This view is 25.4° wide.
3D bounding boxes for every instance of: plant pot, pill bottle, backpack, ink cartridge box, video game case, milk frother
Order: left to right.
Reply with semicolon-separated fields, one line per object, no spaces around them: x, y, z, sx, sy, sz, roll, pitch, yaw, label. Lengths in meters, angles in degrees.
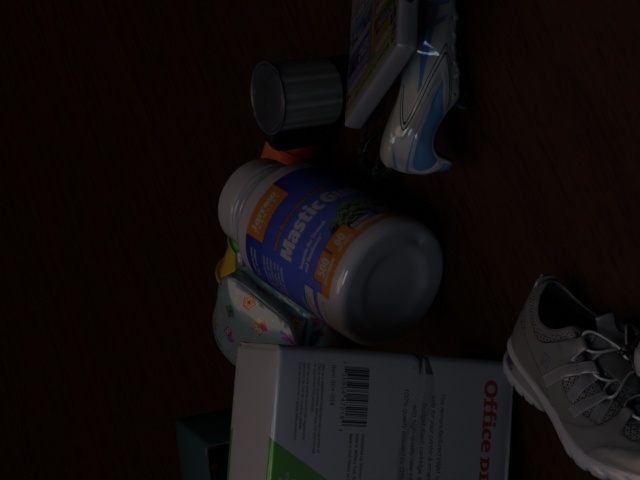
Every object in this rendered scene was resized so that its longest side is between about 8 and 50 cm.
-0.115;0.318;1.978;0.234;0.166;0.165;-163;66;-64;plant pot
-0.048;0.104;1.783;0.166;0.144;0.188;35;142;24;backpack
0.000;0.000;1.624;0.272;0.152;0.152;31;126;45;pill bottle
0.009;-0.136;1.612;0.143;0.135;0.129;48;139;46;milk frother
0.051;0.212;1.464;0.115;0.273;0.198;-5;79;64;ink cartridge box
0.066;-0.244;1.484;0.212;0.023;0.193;128;147;-68;video game case

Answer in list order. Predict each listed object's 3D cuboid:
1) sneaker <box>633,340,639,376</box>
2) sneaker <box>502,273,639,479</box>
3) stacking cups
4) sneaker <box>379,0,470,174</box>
0.357;0.051;1.069;0.290;0.106;0.123;-11;86;52;sneaker
0.253;0.125;1.271;0.281;0.105;0.115;39;132;52;sneaker
-0.060;-0.064;1.819;0.096;0.096;0.316;56;142;38;stacking cups
0.119;-0.185;1.471;0.085;0.086;0.237;-96;15;-79;sneaker
